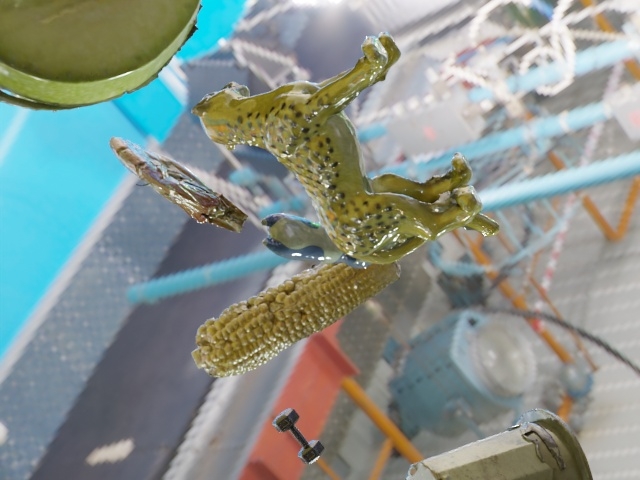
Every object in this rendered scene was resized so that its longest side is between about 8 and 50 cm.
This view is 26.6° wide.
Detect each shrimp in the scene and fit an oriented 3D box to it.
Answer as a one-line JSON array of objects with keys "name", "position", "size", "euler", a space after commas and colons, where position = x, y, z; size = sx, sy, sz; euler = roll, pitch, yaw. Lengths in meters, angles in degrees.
[{"name": "shrimp", "position": [-0.194, -0.070, 1.817], "size": [0.051, 0.217, 0.115], "euler": [-53, -167, 13]}]

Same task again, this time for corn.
[{"name": "corn", "position": [-0.032, 0.083, 1.683], "size": [0.288, 0.086, 0.086], "euler": [-29, -154, 0]}]

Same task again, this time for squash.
[{"name": "squash", "position": [-0.163, -0.196, 0.886], "size": [0.220, 0.220, 0.133], "euler": [-49, -166, -18]}]

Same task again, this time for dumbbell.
[{"name": "dumbbell", "position": [-0.032, 0.280, 1.942], "size": [0.036, 0.083, 0.040], "euler": [-35, -175, 40]}]

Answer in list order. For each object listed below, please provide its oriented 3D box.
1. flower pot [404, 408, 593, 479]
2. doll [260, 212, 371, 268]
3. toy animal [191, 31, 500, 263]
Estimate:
[{"name": "flower pot", "position": [0.234, 0.348, 1.804], "size": [0.202, 0.212, 0.212], "euler": [-11, -165, -25]}, {"name": "doll", "position": [0.000, 0.000, 1.060], "size": [0.027, 0.125, 0.037], "euler": [-17, -107, 42]}, {"name": "toy animal", "position": [0.019, -0.044, 0.880], "size": [0.136, 0.181, 0.073], "euler": [-28, -158, 19]}]
